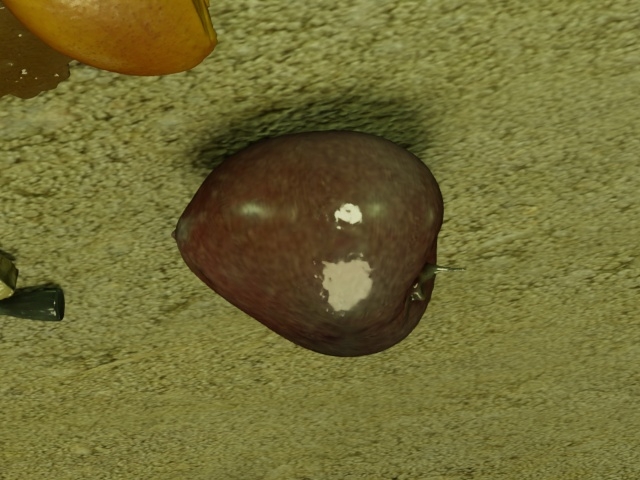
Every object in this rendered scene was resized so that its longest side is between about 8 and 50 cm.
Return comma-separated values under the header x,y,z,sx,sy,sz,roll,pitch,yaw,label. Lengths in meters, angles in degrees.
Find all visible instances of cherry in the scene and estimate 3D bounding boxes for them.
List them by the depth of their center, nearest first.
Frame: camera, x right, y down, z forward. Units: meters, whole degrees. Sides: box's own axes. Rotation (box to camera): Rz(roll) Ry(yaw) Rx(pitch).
x,y,z,sx,sy,sz,roll,pitch,yaw,label
0.000,0.000,1.530,0.307,0.221,0.261,8,146,6,cherry

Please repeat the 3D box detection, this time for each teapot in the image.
x,y,z,sx,sy,sz,roll,pitch,yaw,label
-0.377,0.081,1.837,0.111,0.043,0.043,-1,154,4,teapot

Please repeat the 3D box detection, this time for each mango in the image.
x,y,z,sx,sy,sz,roll,pitch,yaw,label
-0.175,-0.219,1.161,0.154,0.126,0.252,-29,145,21,mango

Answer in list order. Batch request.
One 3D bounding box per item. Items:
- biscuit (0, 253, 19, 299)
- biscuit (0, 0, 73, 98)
x,y,z,sx,sy,sz,roll,pitch,yaw,label
-0.451,0.057,1.763,0.188,0.052,0.056,-16,135,22,biscuit
-0.289,-0.181,1.311,0.170,0.050,0.170,-9,159,-3,biscuit
